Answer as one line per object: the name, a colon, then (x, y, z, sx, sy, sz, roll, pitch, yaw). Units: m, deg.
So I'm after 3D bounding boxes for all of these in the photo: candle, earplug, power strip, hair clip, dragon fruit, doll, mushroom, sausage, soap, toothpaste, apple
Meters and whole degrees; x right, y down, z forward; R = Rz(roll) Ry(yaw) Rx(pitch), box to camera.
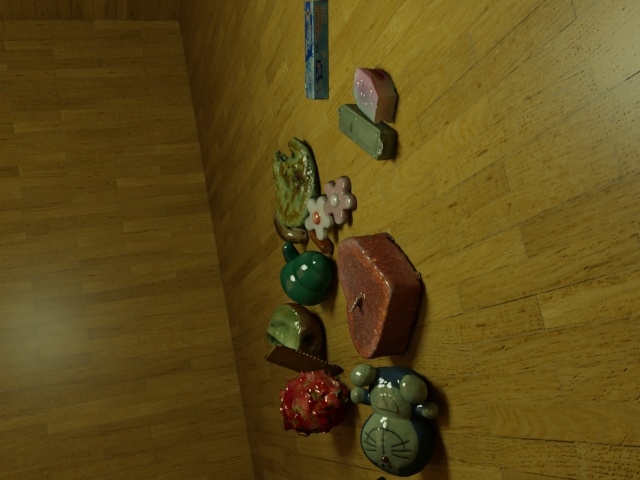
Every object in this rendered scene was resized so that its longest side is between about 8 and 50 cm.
candle: (0.138, 0.138, 1.614, 0.287, 0.131, 0.317, 162, 99, -67)
earplug: (-0.042, 0.098, 2.107, 0.280, 0.163, 0.258, -45, 23, 52)
power strip: (0.114, -0.274, 1.642, 0.272, 0.052, 0.078, -130, 38, -55)
hair clip: (0.030, -0.093, 1.922, 0.257, 0.075, 0.146, 137, 128, -61)
dragon fruit: (-0.008, 0.502, 2.053, 0.268, 0.210, 0.205, -28, 62, 46)
doll: (0.176, 0.426, 1.549, 0.228, 0.154, 0.259, 4, 90, 33)
mushroom: (-0.112, -0.058, 2.292, 0.210, 0.094, 0.072, 60, 148, 38)
sausage: (0.000, 0.000, 2.065, 0.131, 0.041, 0.039, 49, 163, 58)
soap: (0.128, -0.355, 1.571, 0.149, 0.056, 0.100, -122, 34, -49)
toothpaste: (-0.012, -0.547, 1.890, 0.066, 0.053, 0.272, -142, 48, -63)
apple: (-0.081, 0.317, 2.216, 0.188, 0.173, 0.207, 16, 109, 39)

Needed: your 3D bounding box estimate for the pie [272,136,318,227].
pie: (-0.088, -0.182, 2.171, 0.302, 0.066, 0.303, 6, 97, 59)

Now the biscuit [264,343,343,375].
biscuit: (-0.061, 0.403, 2.144, 0.237, 0.232, 0.013, 126, 164, -64)

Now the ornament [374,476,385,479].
ornament: (0.060, 0.788, 1.869, 0.106, 0.260, 0.251, 64, 153, 28)
